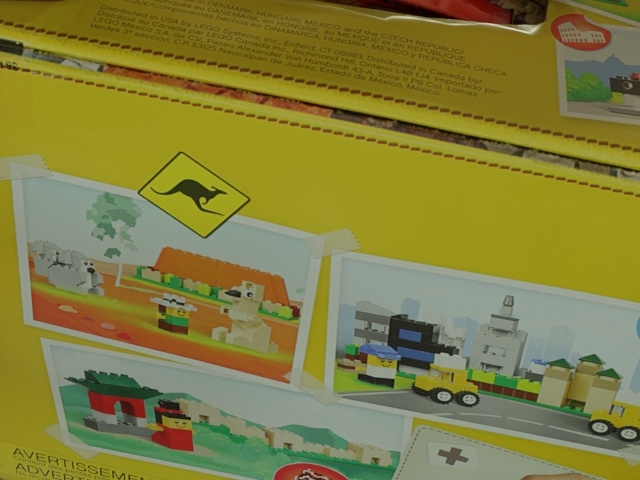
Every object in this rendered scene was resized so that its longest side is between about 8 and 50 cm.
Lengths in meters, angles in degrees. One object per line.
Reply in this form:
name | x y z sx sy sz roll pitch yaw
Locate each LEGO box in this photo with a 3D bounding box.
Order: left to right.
LEGO box | 0.000 0.000 0.715 0.501 0.372 0.193 12 -133 5
